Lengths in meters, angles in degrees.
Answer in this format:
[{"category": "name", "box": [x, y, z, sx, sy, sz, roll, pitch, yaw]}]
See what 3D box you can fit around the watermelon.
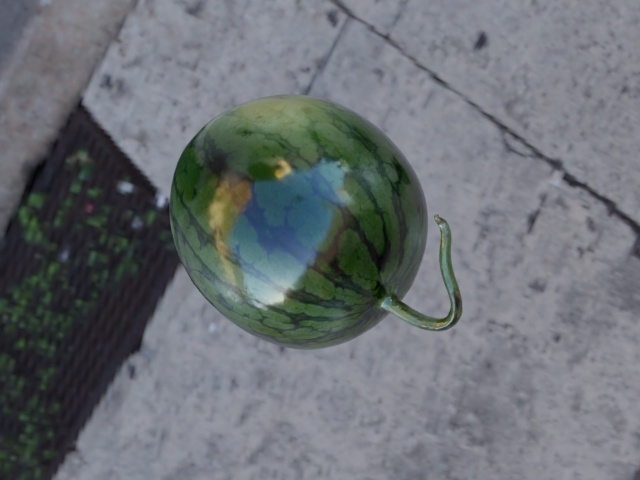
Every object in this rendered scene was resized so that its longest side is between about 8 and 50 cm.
[{"category": "watermelon", "box": [0.000, 0.000, 0.774, 0.187, 0.140, 0.141, 42, 107, 30]}]
